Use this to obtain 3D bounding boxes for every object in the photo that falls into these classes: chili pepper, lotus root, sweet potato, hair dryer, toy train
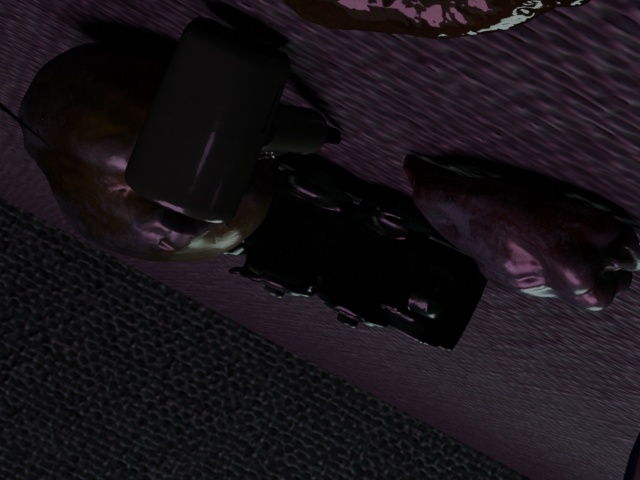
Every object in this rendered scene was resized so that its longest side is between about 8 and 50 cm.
[{"bbox_3d":[0.077,-0.004,0.767,0.153,0.041,0.050,20,128,49],"label":"chili pepper"},{"bbox_3d":[-0.093,-0.045,0.930,0.113,0.088,0.192,56,161,-23],"label":"lotus root"},{"bbox_3d":[0.022,-0.069,0.483,0.041,0.038,0.153,3,-171,-40],"label":"sweet potato"},{"bbox_3d":[-0.020,-0.046,0.794,0.047,0.071,0.150,29,-168,23],"label":"hair dryer"},{"bbox_3d":[0.000,0.000,1.002,0.170,0.071,0.111,25,180,22],"label":"toy train"}]

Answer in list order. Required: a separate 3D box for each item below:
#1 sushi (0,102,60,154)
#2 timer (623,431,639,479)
[{"bbox_3d":[-0.199,-0.150,0.707,0.264,0.050,0.290,41,178,9],"label":"sushi"},{"bbox_3d":[0.249,0.147,0.523,0.383,0.270,0.270,40,180,29],"label":"timer"}]
